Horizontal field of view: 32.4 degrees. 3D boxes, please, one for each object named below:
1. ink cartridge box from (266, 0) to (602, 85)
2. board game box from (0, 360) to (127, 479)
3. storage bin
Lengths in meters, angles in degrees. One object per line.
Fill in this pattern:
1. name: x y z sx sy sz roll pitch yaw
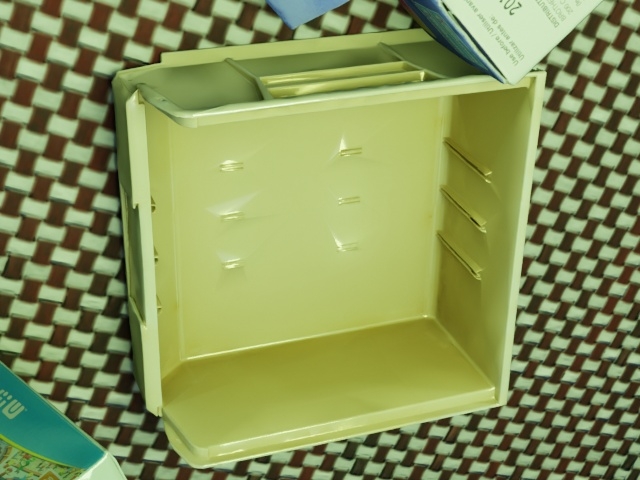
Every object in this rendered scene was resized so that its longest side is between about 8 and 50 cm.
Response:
1. ink cartridge box: 0.106 -0.285 0.643 0.395 0.151 0.270 -45 122 3
2. board game box: -0.280 0.209 0.660 0.303 0.224 0.098 -37 126 -24
3. storage bin: 0.000 0.000 0.772 0.260 0.123 0.262 -9 120 -18
